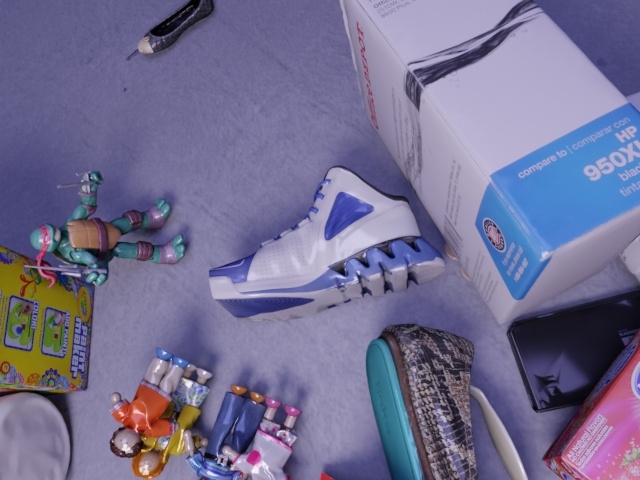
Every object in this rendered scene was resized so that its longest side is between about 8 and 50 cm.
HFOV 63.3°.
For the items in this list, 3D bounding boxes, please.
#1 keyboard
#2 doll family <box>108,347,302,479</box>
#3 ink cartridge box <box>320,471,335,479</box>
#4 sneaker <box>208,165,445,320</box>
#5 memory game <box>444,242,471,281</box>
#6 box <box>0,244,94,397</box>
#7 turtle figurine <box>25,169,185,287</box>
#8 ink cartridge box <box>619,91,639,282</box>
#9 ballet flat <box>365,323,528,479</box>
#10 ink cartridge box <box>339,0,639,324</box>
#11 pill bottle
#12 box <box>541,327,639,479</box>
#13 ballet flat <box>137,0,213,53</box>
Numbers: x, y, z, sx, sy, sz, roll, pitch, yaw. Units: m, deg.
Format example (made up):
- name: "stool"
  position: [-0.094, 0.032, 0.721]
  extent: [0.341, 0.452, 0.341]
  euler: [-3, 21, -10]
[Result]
- name: "keyboard"
  position: [0.419, 0.161, 0.647]
  extent: [0.317, 0.033, 0.201]
  euler: [-15, 63, 7]
- name: "doll family"
  position: [-0.155, 0.268, 0.699]
  extent: [0.263, 0.118, 0.163]
  euler: [24, 70, 0]
- name: "ink cartridge box"
  position: [0.014, 0.367, 0.554]
  extent: [0.056, 0.225, 0.181]
  euler: [18, 76, -25]
- name: "sneaker"
  position: [0.001, 0.000, 0.751]
  extent: [0.316, 0.127, 0.182]
  euler: [-12, 65, 0]
- name: "memory game"
  position: [0.268, -0.014, 0.750]
  extent: [0.186, 0.012, 0.186]
  euler: [-4, 70, 11]
- name: "box"
  position: [-0.530, 0.126, 0.722]
  extent: [0.290, 0.279, 0.177]
  euler: [-9, 69, 9]
- name: "turtle figurine"
  position: [-0.324, -0.011, 0.761]
  extent: [0.118, 0.234, 0.175]
  euler: [-23, 76, 39]
- name: "ink cartridge box"
  position: [0.500, -0.082, 0.616]
  extent: [0.270, 0.198, 0.197]
  euler: [-20, 61, 4]
- name: "ballet flat"
  position: [0.157, 0.323, 0.568]
  extent: [0.182, 0.164, 0.482]
  euler: [5, 61, -11]
- name: "ink cartridge box"
  position: [0.199, -0.129, 0.645]
  extent: [0.166, 0.285, 0.395]
  euler: [-28, 67, 0]
- name: "pill bottle"
  position: [-0.525, 0.321, 0.711]
  extent: [0.302, 0.169, 0.169]
  euler: [-14, 68, 7]
- name: "box"
  position: [0.373, 0.179, 0.560]
  extent: [0.123, 0.128, 0.257]
  euler: [38, 80, 25]
- name: "ballet flat"
  position: [-0.280, -0.418, 0.990]
  extent: [0.173, 0.049, 0.057]
  euler: [-39, 67, -4]
